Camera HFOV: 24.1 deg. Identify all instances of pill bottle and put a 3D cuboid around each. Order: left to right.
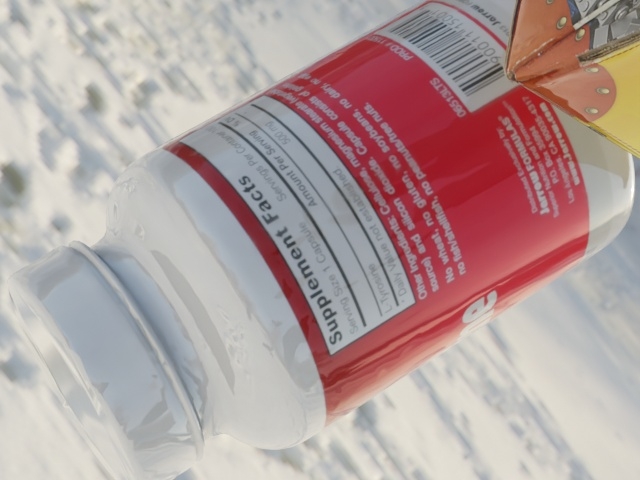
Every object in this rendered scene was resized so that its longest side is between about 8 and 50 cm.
[{"bbox_3d":[0.000,0.000,1.056,0.229,0.407,0.229,50,-20,26],"label":"pill bottle"}]

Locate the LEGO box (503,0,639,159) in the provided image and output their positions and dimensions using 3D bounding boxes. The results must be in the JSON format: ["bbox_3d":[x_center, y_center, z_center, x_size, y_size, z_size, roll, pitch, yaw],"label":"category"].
[{"bbox_3d":[0.428,-0.117,0.913,0.500,0.372,0.193,27,64,-29],"label":"LEGO box"}]
